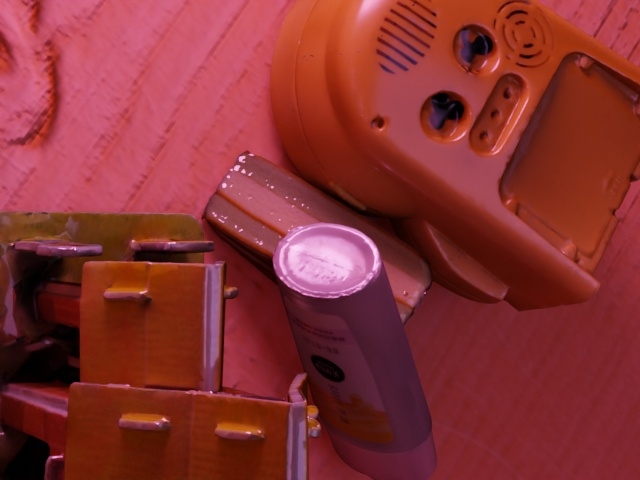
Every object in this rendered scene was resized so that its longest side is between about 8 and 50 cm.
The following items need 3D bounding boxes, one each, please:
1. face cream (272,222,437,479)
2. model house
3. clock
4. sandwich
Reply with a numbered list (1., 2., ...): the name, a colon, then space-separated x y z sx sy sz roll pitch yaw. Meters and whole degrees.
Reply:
1. face cream: 0.031 0.097 1.459 0.073 0.107 0.269 -48 146 -24
2. model house: -0.050 0.136 1.346 0.340 0.324 0.300 0 93 -33
3. clock: 0.117 -0.110 1.535 0.317 0.200 0.244 35 71 -21
4. sandwich: 0.000 0.000 1.497 0.163 0.113 0.079 42 70 -27
